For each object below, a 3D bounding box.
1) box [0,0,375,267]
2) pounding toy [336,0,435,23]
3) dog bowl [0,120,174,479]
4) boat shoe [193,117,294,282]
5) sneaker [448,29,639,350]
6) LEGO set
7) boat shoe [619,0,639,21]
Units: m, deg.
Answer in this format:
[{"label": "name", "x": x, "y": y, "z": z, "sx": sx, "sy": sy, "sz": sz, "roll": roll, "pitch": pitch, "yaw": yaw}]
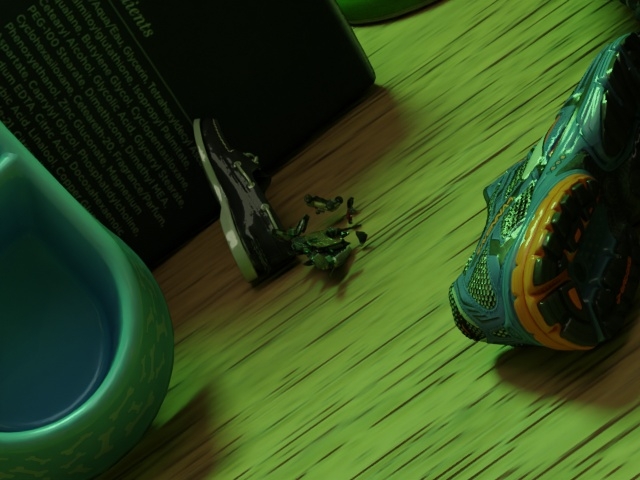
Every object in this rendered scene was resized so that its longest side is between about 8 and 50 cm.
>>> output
[{"label": "box", "x": -0.219, "y": -0.097, "z": 1.204, "sx": 0.395, "sy": 0.212, "sz": 0.293, "roll": -40, "pitch": 29, "yaw": -12}, {"label": "pounding toy", "x": 0.057, "y": -0.270, "z": 1.307, "sx": 0.183, "sy": 0.110, "sz": 0.237, "roll": -25, "pitch": 29, "yaw": 14}, {"label": "dog bowl", "x": -0.208, "y": 0.005, "z": 0.958, "sx": 0.166, "sy": 0.297, "sz": 0.074, "roll": -42, "pitch": -8, "yaw": -13}, {"label": "boat shoe", "x": -0.047, "y": -0.031, "z": 1.073, "sx": 0.038, "sy": 0.046, "sz": 0.125, "roll": -23, "pitch": 49, "yaw": 1}, {"label": "sneaker", "x": 0.125, "y": -0.029, "z": 0.888, "sx": 0.087, "sy": 0.083, "sz": 0.221, "roll": -16, "pitch": 28, "yaw": 43}, {"label": "LEGO set", "x": 0.003, "y": 0.000, "z": 1.026, "sx": 0.054, "sy": 0.023, "sz": 0.083, "roll": 13, "pitch": 28, "yaw": 20}, {"label": "boat shoe", "x": 0.223, "y": -0.179, "z": 0.942, "sx": 0.186, "sy": 0.156, "sz": 0.500, "roll": -37, "pitch": 28, "yaw": -3}]
